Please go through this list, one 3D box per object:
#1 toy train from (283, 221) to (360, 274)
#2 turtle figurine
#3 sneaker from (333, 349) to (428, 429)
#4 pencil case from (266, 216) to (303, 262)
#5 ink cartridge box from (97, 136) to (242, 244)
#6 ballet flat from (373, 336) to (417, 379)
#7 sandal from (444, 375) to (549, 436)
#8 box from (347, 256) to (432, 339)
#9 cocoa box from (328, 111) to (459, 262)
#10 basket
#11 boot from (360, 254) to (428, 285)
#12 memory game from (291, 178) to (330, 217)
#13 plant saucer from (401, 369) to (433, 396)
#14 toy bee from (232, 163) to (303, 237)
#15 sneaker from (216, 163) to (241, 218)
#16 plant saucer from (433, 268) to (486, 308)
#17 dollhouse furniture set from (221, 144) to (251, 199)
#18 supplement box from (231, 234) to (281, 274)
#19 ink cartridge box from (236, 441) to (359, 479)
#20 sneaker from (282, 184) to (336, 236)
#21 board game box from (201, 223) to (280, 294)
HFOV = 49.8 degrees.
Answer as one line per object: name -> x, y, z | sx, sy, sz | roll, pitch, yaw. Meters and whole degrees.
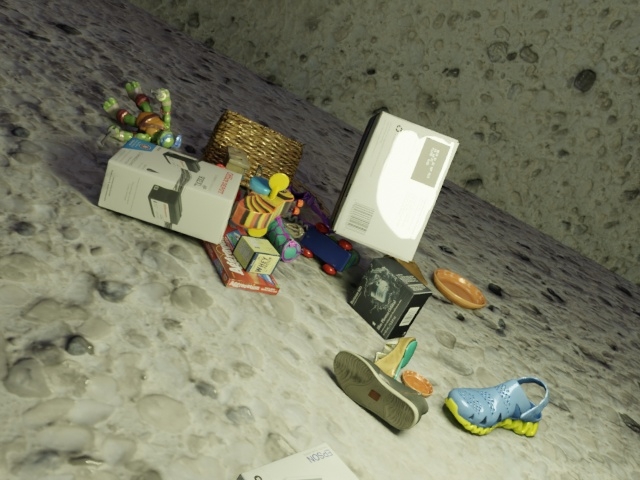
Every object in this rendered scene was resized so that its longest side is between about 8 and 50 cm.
toy train -> 0.000, 0.000, 2.017 | 0.248, 0.105, 0.143 | 36, 10, 21
turtle figurine -> -0.554, -0.394, 2.064 | 0.274, 0.198, 0.266 | 9, 25, -50
sneaker -> 0.129, 0.319, 1.490 | 0.222, 0.083, 0.118 | 40, 13, 21
pencil case -> -0.105, -0.004, 1.917 | 0.064, 0.070, 0.152 | 5, 29, -31
ink cartridge box -> -0.369, -0.129, 1.738 | 0.307, 0.129, 0.223 | 19, 21, -7
ballet flat -> 0.171, 0.273, 1.633 | 0.073, 0.080, 0.232 | 22, 18, 15
sandal -> 0.427, 0.378, 1.635 | 0.317, 0.138, 0.126 | 10, 30, -37
box -> 0.180, 0.150, 1.809 | 0.093, 0.156, 0.158 | 1, 34, -49
cocoa box -> 0.191, -0.149, 1.901 | 0.231, 0.347, 0.228 | 21, 4, -6
basket -> -0.239, -0.256, 2.286 | 0.299, 0.223, 0.213 | 22, -13, -18
boot -> 0.229, 0.111, 2.047 | 0.115, 0.112, 0.305 | 51, 26, 22
memory game -> -0.033, -0.144, 2.341 | 0.186, 0.012, 0.186 | 42, 15, -14
plant saucer -> 0.229, 0.340, 1.634 | 0.083, 0.013, 0.083 | 26, 21, -11
toy bee -> -0.127, -0.113, 1.868 | 0.162, 0.195, 0.298 | 24, 49, -5
sneaker -> -0.318, -0.175, 1.968 | 0.279, 0.118, 0.107 | 40, 23, 27
plant saucer -> 0.457, 0.167, 2.290 | 0.200, 0.037, 0.200 | 25, 22, -11
dollhouse furniture set -> -0.220, -0.181, 2.092 | 0.183, 0.129, 0.129 | 20, 23, -20
supplement box -> -0.158, 0.035, 1.703 | 0.083, 0.056, 0.083 | 10, 28, -43
ink cartridge box -> 0.005, 0.435, 1.089 | 0.224, 0.045, 0.223 | 42, 24, 29
sneaker -> -0.039, -0.096, 2.166 | 0.236, 0.104, 0.095 | 27, 20, -8
board game box -> -0.217, 0.035, 1.745 | 0.145, 0.027, 0.281 | 12, 27, -36
